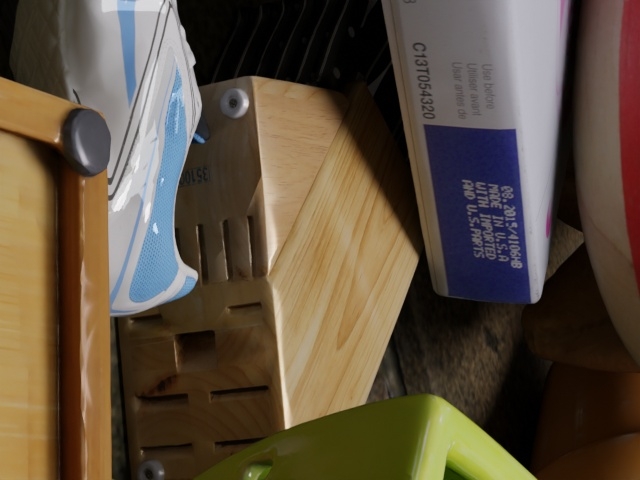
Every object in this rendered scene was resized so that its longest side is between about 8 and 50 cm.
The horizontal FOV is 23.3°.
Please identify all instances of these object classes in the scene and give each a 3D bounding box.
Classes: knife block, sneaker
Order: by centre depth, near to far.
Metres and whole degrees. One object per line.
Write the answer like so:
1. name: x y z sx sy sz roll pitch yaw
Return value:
1. sneaker: -0.089 -0.085 0.661 0.086 0.085 0.237 4 85 -43
2. knife block: 0.000 0.000 0.792 0.242 0.088 0.275 4 79 -58

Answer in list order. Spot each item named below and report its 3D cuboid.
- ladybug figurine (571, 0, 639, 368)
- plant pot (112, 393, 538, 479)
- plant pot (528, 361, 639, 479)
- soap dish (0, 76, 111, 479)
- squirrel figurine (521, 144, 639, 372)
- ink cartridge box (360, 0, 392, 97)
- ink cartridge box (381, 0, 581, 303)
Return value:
1. ladybug figurine: 0.289 -0.089 0.796 0.305 0.162 0.449 2 98 -19
2. plant pot: -0.003 0.215 0.611 0.227 0.207 0.228 45 47 -40
3. plant pot: 0.222 0.164 1.043 0.205 0.205 0.188 58 23 -35
4. soap dish: -0.176 0.034 0.458 0.291 0.118 0.228 16 69 -58
5. squirrel figurine: 0.341 -0.064 1.102 0.370 0.397 0.281 -39 134 -79
6. ink cartridge box: 0.052 -0.195 0.936 0.139 0.082 0.190 63 33 -31
7. ink cartridge box: 0.099 -0.193 0.781 0.324 0.071 0.330 75 26 -49
